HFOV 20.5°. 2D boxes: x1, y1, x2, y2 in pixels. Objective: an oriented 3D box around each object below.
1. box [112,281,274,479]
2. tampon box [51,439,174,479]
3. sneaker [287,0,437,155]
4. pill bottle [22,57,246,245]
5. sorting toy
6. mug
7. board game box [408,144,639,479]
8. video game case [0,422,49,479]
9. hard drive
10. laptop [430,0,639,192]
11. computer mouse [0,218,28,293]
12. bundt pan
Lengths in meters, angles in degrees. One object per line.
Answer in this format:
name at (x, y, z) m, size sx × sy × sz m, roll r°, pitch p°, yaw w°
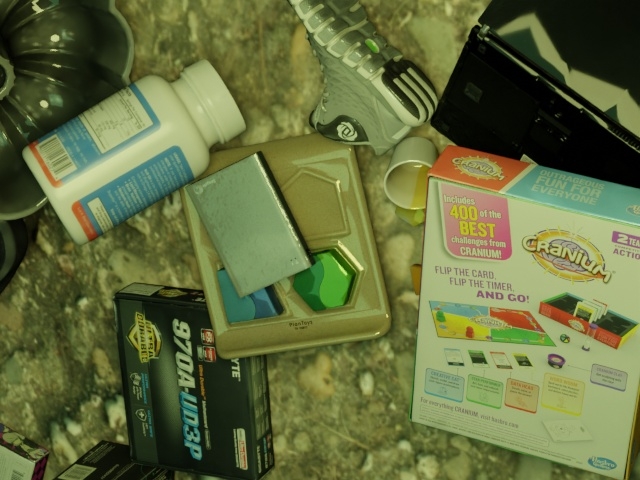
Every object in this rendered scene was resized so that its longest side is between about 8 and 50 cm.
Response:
box at (-0.147, 0.165, 2.062) m, size 0.175 × 0.051 × 0.220 m, roll 6°, pitch 111°, yaw 25°
tampon box at (-0.247, 0.345, 2.143) m, size 0.101 × 0.120 × 0.161 m, roll 8°, pitch 112°, yaw 24°
sneaker at (0.007, -0.179, 1.831) m, size 0.229 × 0.086 × 0.132 m, roll 51°, pitch 133°, yaw 8°
pill bottle at (-0.195, -0.100, 1.891) m, size 0.221 × 0.124 × 0.124 m, roll -30°, pitch 94°, yaw -7°
sorting toy at (0.000, 0.000, 1.900) m, size 0.307 × 0.041 × 0.229 m, roll -9°, pitch 95°, yaw 22°
mug at (0.101, -0.069, 1.832) m, size 0.062 × 0.064 × 0.078 m, roll -20°, pitch 123°, yaw 20°
board game box at (0.219, 0.077, 1.779) m, size 0.242 × 0.064 × 0.316 m, roll 15°, pitch 127°, yaw 17°
video game case at (-0.467, 0.323, 2.298) m, size 0.210 × 0.042 × 0.232 m, roll 26°, pitch 119°, yaw 17°
hard drive at (-0.075, -0.017, 1.893) m, size 0.094 × 0.022 × 0.135 m, roll -24°, pitch 94°, yaw 24°
laptop at (0.266, -0.157, 1.743) m, size 0.234 × 0.136 × 0.264 m, roll 38°, pitch 147°, yaw 11°
computer mouse at (-0.431, 0.011, 2.149) m, size 0.188 × 0.072 × 0.272 m, roll 50°, pitch 135°, yaw 0°
bundt pan at (-0.375, -0.192, 1.919) m, size 0.124 × 0.331 × 0.331 m, roll 38°, pitch 132°, yaw 56°
